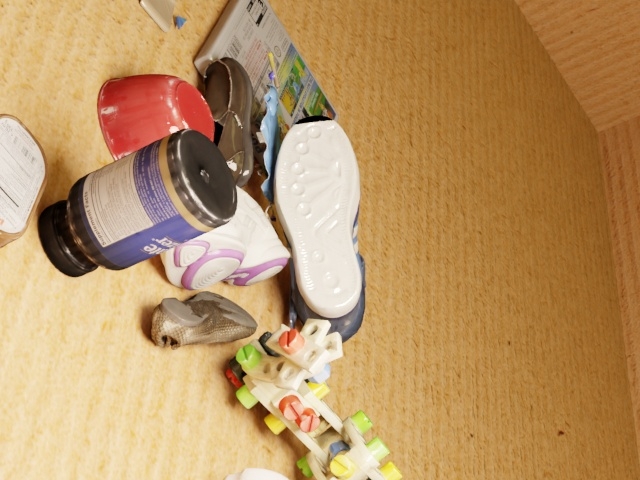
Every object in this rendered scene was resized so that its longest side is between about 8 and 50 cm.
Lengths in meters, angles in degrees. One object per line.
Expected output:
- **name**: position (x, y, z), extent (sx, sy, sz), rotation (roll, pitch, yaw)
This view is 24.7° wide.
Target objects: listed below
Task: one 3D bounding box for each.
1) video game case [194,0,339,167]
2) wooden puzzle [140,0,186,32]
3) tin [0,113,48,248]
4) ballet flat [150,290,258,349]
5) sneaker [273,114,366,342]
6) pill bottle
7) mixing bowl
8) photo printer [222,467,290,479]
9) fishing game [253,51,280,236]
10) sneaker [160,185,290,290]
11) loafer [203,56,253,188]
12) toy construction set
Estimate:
- **video game case**: position (-0.081, -0.246, 2.425), extent (0.300, 0.036, 0.329), rotation (57, 25, -22)
- **wooden puzzle**: position (-0.246, -0.358, 2.205), extent (0.116, 0.014, 0.078), rotation (53, 32, -29)
- **tin**: position (-0.366, -0.070, 1.669), extent (0.106, 0.040, 0.190), rotation (48, 30, -27)
- **ballet flat**: position (-0.156, 0.112, 1.929), extent (0.084, 0.058, 0.250), rotation (35, 11, 17)
- **sneaker**: position (0.001, 0.000, 2.225), extent (0.236, 0.130, 0.323), rotation (91, -7, -69)
- **pill bottle**: position (-0.218, -0.037, 1.718), extent (0.123, 0.219, 0.123), rotation (45, 32, -39)
- **mixing bowl**: position (-0.209, -0.157, 1.996), extent (0.181, 0.098, 0.181), rotation (45, 33, -39)
- **photo printer**: position (-0.032, 0.442, 1.818), extent (0.307, 0.107, 0.256), rotation (46, 31, -39)
- **fishing game**: position (-0.083, -0.144, 2.212), extent (0.189, 0.041, 0.264), rotation (71, 19, -77)
- **sneaker**: position (-0.151, -0.013, 2.002), extent (0.152, 0.114, 0.305), rotation (64, 15, 12)
- **loafer**: position (-0.148, -0.182, 2.161), extent (0.078, 0.080, 0.220), rotation (12, 55, -34)
- **toy construction set**: position (-0.014, 0.230, 1.945), extent (0.215, 0.151, 0.328), rotation (54, -10, 53)
